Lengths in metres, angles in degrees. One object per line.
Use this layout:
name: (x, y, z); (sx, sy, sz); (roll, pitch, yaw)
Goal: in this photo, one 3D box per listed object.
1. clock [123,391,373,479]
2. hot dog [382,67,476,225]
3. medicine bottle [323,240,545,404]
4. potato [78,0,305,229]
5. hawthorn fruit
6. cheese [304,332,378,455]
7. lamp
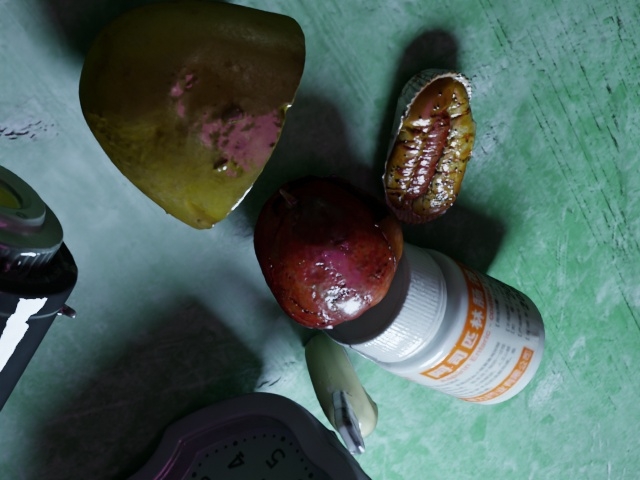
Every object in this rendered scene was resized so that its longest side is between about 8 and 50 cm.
clock: (-0.081, 0.332, 1.832); (0.338, 0.338, 0.102); (-44, 141, 3)
hot dog: (0.111, -0.095, 1.807); (0.099, 0.053, 0.192); (-18, 136, -29)
medicine bottle: (0.119, 0.084, 1.902); (0.252, 0.144, 0.144); (24, 109, -43)
potato: (-0.131, -0.126, 1.532); (0.158, 0.178, 0.203); (18, 128, -26)
hawthorn fruit: (0.000, 0.000, 1.745); (0.148, 0.148, 0.172); (-41, 126, 1)
cheese: (0.026, 0.175, 1.871); (0.050, 0.235, 0.127); (-24, 104, 4)
lamp: (-0.327, 0.064, 1.503); (0.272, 0.205, 0.374); (-41, 128, 7)
